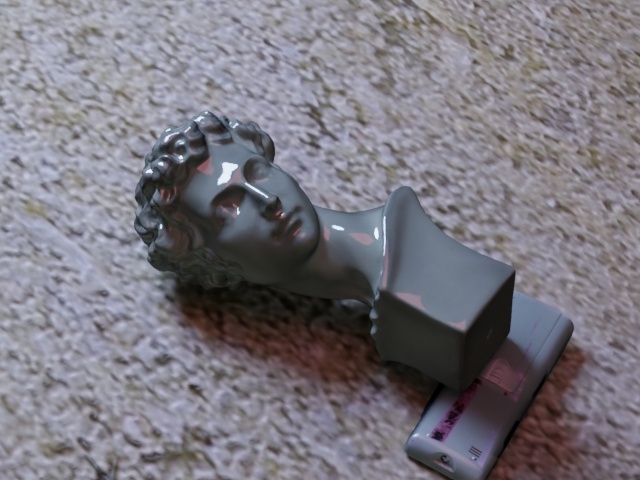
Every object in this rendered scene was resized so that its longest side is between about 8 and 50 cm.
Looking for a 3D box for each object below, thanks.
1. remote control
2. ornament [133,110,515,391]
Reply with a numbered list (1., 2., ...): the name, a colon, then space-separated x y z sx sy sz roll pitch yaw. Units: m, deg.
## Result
1. remote control: 0.120 0.100 1.376 0.065 0.029 0.166 28 49 11
2. ornament: 0.003 0.007 1.375 0.285 0.130 0.120 26 51 2
